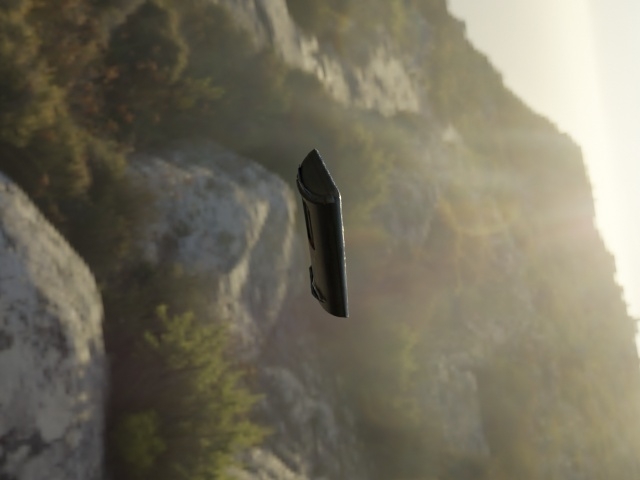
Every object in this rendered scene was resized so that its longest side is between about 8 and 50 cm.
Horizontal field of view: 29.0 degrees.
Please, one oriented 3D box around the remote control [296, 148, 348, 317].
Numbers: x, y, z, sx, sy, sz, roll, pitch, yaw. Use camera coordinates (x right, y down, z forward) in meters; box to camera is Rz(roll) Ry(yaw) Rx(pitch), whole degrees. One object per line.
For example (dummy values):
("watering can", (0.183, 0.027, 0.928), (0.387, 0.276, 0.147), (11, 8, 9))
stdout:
("remote control", (0.000, 0.000, 0.549), (0.091, 0.016, 0.034), (84, -17, -51))
